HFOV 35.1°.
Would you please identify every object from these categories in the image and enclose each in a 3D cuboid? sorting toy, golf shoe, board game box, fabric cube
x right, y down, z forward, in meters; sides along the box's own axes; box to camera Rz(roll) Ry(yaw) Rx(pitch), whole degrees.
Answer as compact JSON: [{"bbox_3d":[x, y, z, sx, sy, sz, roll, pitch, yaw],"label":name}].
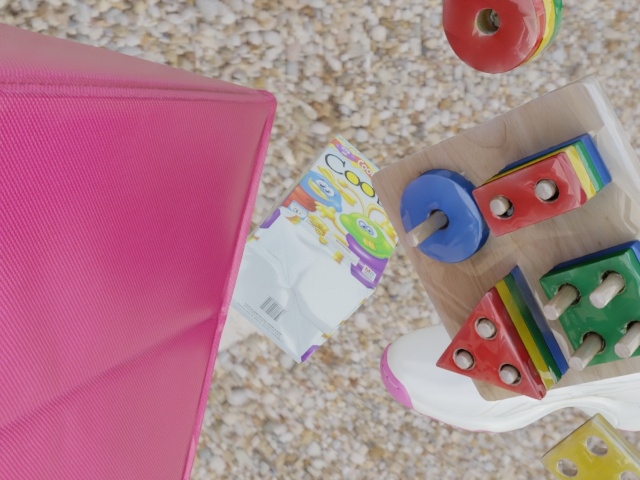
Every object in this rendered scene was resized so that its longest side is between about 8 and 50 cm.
[{"bbox_3d":[0.094,0.021,0.463,0.046,0.132,0.274,-33,98,-44],"label":"sorting toy"},{"bbox_3d":[0.206,0.090,0.877,0.306,0.115,0.140,1,132,-9],"label":"golf shoe"},{"bbox_3d":[0.000,0.000,1.242,0.144,0.275,0.142,41,116,-5],"label":"board game box"},{"bbox_3d":[-0.199,0.021,0.464,0.254,0.258,0.259,16,102,15],"label":"fabric cube"}]
